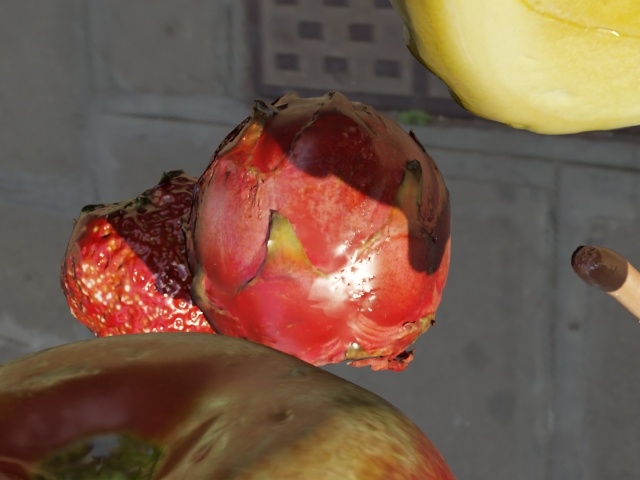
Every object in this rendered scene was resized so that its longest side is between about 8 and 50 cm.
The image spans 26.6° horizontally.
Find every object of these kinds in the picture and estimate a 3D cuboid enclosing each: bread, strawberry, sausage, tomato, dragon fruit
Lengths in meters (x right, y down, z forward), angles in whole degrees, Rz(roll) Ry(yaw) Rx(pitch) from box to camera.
[{"bbox_3d":[0.189,-0.217,0.941,0.333,0.333,0.160,-62,37,30],"label":"bread"},{"bbox_3d":[-0.185,0.070,1.686,0.257,0.257,0.277,-36,64,36],"label":"strawberry"},{"bbox_3d":[0.298,0.056,1.263,0.043,0.186,0.043,-30,41,30],"label":"sausage"},{"bbox_3d":[-0.066,0.167,0.519,0.270,0.270,0.222,10,117,33],"label":"tomato"},{"bbox_3d":[0.000,0.000,1.438,0.296,0.295,0.301,-11,70,36],"label":"dragon fruit"}]
